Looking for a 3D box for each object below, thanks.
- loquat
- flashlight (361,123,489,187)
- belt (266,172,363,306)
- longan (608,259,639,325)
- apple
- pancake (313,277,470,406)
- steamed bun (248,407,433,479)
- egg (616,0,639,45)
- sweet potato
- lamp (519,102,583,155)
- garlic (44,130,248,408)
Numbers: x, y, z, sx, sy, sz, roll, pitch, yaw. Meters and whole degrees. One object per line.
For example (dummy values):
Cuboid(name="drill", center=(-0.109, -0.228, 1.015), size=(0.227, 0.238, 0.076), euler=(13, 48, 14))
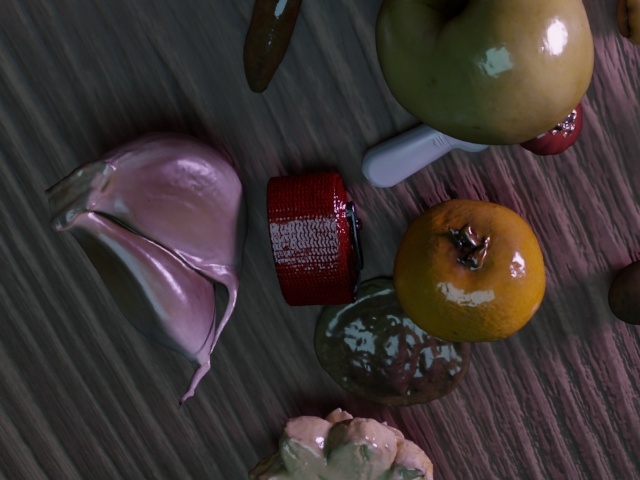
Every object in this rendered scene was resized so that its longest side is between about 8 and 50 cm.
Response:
Cuboid(name="loquat", center=(0.205, 0.042, 1.787), size=(0.208, 0.208, 0.208), euler=(3, 121, 5))
Cuboid(name="flashlight", center=(0.144, -0.134, 1.779), size=(0.200, 0.047, 0.093), euler=(-28, 114, 24))
Cuboid(name="belt", center=(0.000, 0.000, 1.826), size=(0.124, 0.128, 0.201), euler=(-5, 119, 10))
Cuboid(name="longan", center=(0.461, 0.079, 1.844), size=(0.113, 0.092, 0.113), euler=(0, 133, 0))
Cuboid(name="apple", center=(0.202, -0.241, 1.593), size=(0.262, 0.262, 0.262), euler=(3, 121, 5))
Cuboid(name="pancake", center=(0.111, 0.157, 1.955), size=(0.242, 0.050, 0.242), euler=(2, 121, 4))
Cuboid(name="steamed bun", center=(0.037, 0.366, 2.043), size=(0.292, 0.137, 0.295), euler=(41, 123, -18))
Cuboid(name="egg", center=(0.407, -0.288, 1.641), size=(0.071, 0.071, 0.083), euler=(-8, 113, 11))
Cuboid(name="sweet potato", center=(-0.048, -0.298, 1.695), size=(0.078, 0.058, 0.255), euler=(18, 120, -24))
Cuboid(name="lamp", center=(0.298, -0.161, 1.720), size=(0.101, 0.090, 0.101), euler=(-3, 100, -20))
Cuboid(name="garlic", center=(-0.189, 0.011, 1.794), size=(0.231, 0.246, 0.340), euler=(-30, 98, 10))
